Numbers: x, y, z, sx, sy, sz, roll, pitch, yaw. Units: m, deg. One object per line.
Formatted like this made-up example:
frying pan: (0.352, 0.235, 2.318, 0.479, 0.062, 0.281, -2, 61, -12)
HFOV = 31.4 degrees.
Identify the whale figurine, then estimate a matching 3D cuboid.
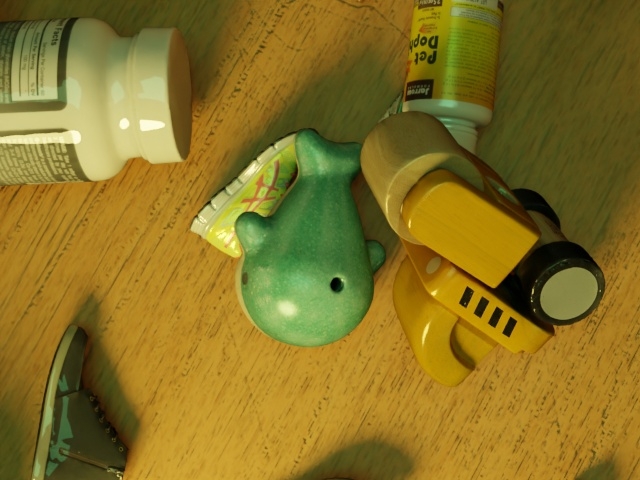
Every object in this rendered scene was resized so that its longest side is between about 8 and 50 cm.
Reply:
whale figurine: (0.000, 0.000, 1.421, 0.216, 0.141, 0.272, 15, 87, -26)

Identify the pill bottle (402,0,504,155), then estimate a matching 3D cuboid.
pill bottle: (0.169, -0.217, 1.465, 0.117, 0.117, 0.214, 6, 85, 4)

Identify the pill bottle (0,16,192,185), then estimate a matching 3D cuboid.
pill bottle: (-0.357, -0.175, 1.449, 0.363, 0.210, 0.210, -2, 85, 3)

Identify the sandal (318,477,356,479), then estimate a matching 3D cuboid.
sandal: (-0.018, 0.363, 1.461, 0.219, 0.060, 0.090, -23, 78, 16)

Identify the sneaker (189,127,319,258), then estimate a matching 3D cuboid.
sneaker: (-0.070, -0.061, 1.494, 0.208, 0.081, 0.094, -44, 92, 5)

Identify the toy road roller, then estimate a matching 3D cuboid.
toy road roller: (0.155, 0.026, 1.371, 0.330, 0.202, 0.240, 34, 106, -25)

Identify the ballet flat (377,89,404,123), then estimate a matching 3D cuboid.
ballet flat: (0.093, -0.143, 1.505, 0.041, 0.041, 0.114, 5, 85, 4)

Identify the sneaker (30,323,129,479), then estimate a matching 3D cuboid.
sneaker: (-0.304, 0.225, 1.487, 0.118, 0.083, 0.222, 11, 78, -14)
